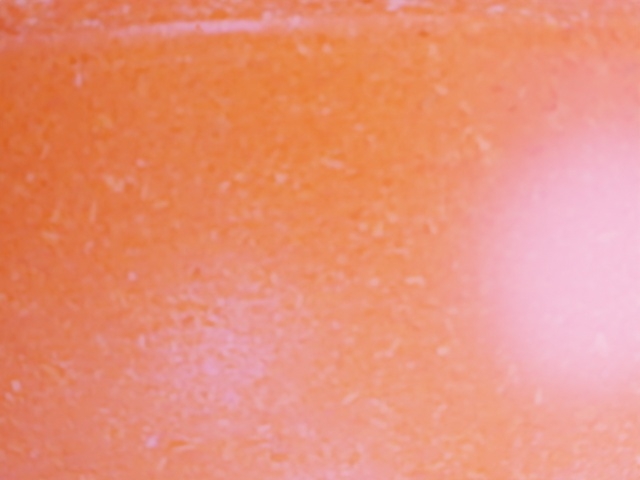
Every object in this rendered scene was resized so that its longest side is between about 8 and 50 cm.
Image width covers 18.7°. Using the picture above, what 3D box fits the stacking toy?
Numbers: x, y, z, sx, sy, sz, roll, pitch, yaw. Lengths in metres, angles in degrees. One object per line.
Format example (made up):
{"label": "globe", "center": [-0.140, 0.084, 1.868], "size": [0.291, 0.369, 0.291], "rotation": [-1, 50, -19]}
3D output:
{"label": "stacking toy", "center": [0.005, 0.160, 0.445], "size": [0.350, 0.480, 0.350], "rotation": [-2, 173, 0]}
